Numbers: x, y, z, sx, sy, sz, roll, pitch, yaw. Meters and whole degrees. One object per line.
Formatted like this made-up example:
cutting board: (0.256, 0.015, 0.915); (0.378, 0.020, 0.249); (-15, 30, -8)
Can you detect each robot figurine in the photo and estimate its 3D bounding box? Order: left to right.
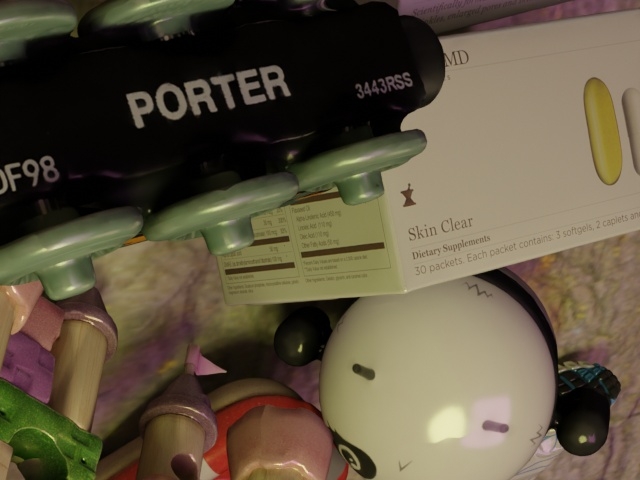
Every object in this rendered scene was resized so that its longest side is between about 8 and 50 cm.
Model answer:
robot figurine: (0.091, 0.100, 1.118); (0.209, 0.173, 0.278); (-23, 180, 9)

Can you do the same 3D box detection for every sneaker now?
sneaker: (0.202, 0.186, 1.419); (0.191, 0.071, 0.083); (-32, 143, -8)

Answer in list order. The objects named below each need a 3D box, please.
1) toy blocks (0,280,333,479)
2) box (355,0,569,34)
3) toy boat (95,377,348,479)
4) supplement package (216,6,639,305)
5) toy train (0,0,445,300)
toy blocks: (-0.189, 0.116, 0.932); (0.289, 0.260, 0.309); (36, 125, -28)
box: (0.090, -0.243, 0.953); (0.181, 0.119, 0.181); (-17, 129, -31)
toy boat: (-0.079, 0.219, 1.103); (0.231, 0.151, 0.151); (-33, 139, 9)
supplement package: (0.082, -0.056, 0.990); (0.262, 0.204, 0.145); (-14, 93, -34)
toy train: (-0.094, -0.050, 0.736); (0.334, 0.190, 0.142); (-18, 88, -39)
